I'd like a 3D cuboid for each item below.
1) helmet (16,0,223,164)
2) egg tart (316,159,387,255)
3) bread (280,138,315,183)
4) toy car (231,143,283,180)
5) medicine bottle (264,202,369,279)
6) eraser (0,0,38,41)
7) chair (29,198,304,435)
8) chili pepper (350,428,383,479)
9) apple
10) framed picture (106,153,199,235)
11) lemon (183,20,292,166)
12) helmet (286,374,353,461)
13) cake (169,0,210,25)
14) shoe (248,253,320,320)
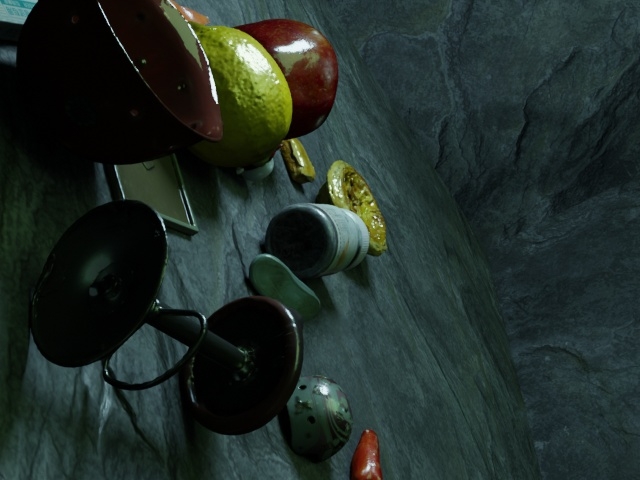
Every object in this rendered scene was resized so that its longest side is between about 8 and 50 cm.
[{"bbox_3d":[-0.325,-0.251,1.294,0.337,0.230,0.385,58,11,-16],"label":"helmet"},{"bbox_3d":[0.075,-0.073,2.272,0.290,0.115,0.290,50,25,-33],"label":"egg tart"},{"bbox_3d":[-0.060,-0.209,2.197,0.074,0.053,0.132,32,33,-56],"label":"bread"},{"bbox_3d":[-0.144,-0.184,1.842,0.112,0.139,0.112,-102,175,-51],"label":"toy car"},{"bbox_3d":[0.000,0.000,1.891,0.165,0.165,0.273,65,20,8],"label":"medicine bottle"},{"bbox_3d":[-0.478,-0.362,1.322,0.095,0.052,0.225,61,18,1],"label":"eraser"},{"bbox_3d":[-0.175,0.129,1.176,0.401,0.226,0.226,40,29,-49],"label":"chair"},{"bbox_3d":[0.092,0.443,1.684,0.063,0.071,0.272,19,21,-4],"label":"chili pepper"},{"bbox_3d":[-0.105,-0.368,1.949,0.317,0.288,0.288,-13,75,-55],"label":"apple"},{"bbox_3d":[-0.319,-0.159,1.506,0.211,0.020,0.289,26,40,-60],"label":"framed picture"},{"bbox_3d":[-0.192,-0.287,1.672,0.320,0.245,0.245,58,19,-5],"label":"lemon"},{"bbox_3d":[0.007,0.317,1.566,0.177,0.107,0.153,34,31,-54],"label":"helmet"},{"bbox_3d":[-0.322,-0.445,1.783,0.135,0.098,0.287,63,23,6],"label":"cake"},{"bbox_3d":[-0.083,0.093,1.724,0.195,0.079,0.078,40,-8,-31],"label":"shoe"}]
